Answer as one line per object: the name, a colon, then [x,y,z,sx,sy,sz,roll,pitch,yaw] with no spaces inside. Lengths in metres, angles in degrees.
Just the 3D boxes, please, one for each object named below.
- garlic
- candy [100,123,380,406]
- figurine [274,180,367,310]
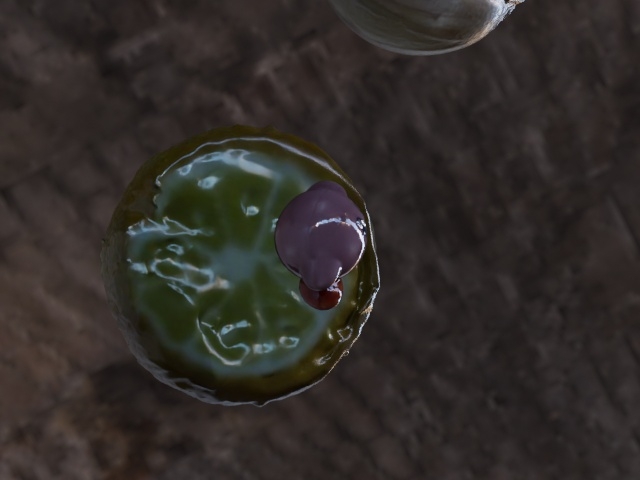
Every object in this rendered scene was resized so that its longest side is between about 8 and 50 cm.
garlic: [0.081,-0.230,1.726,0.207,0.115,0.128,29,13,-5]
candy: [-0.071,0.022,1.676,0.260,0.260,0.118,62,-19,-13]
figurine: [0.000,0.000,1.327,0.071,0.067,0.083,87,7,-46]
